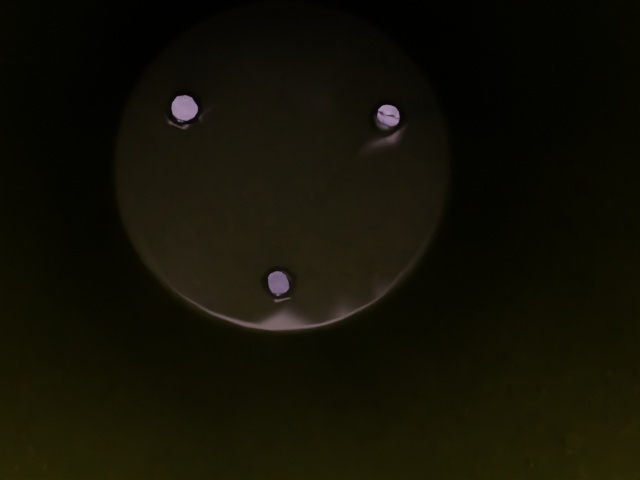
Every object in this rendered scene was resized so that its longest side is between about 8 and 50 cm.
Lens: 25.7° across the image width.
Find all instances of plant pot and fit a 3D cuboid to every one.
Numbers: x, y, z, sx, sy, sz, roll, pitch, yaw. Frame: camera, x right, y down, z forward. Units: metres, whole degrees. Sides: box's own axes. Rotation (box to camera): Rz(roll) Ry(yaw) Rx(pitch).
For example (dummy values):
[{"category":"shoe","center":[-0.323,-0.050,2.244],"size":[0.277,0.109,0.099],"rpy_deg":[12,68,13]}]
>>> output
[{"category":"plant pot","center":[0.000,0.000,0.414],"size":[0.275,0.293,0.274],"rpy_deg":[-1,101,-4]}]

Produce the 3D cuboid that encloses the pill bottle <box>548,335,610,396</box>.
[{"category":"pill bottle","center":[0.253,0.073,0.540],"size":[0.334,0.188,0.187],"rpy_deg":[-17,75,-13]}]

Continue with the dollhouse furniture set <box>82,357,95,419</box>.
[{"category":"dollhouse furniture set","center":[-0.160,0.159,0.439],"size":[0.161,0.212,0.242],"rpy_deg":[3,45,-7]}]
